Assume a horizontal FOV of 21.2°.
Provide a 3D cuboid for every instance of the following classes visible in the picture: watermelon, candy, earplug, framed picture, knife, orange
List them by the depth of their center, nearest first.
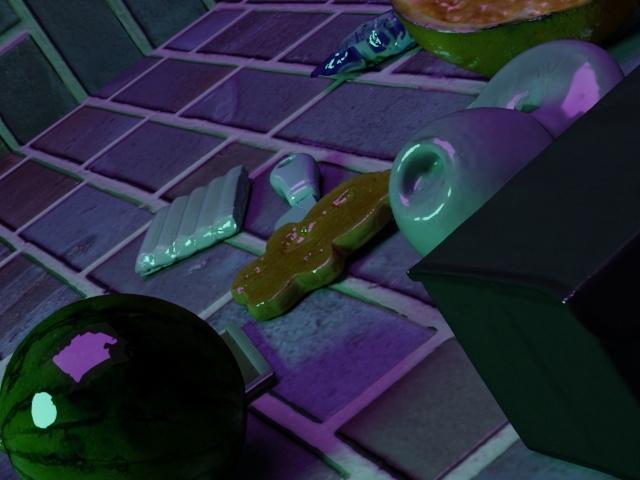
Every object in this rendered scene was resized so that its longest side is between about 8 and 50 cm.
[{"bbox_3d":[-0.191,0.168,1.656,0.242,0.242,0.242,-29,19,11],"label":"watermelon"},{"bbox_3d":[0.195,-0.092,1.772,0.214,0.175,0.325,-11,28,44],"label":"earplug"},{"bbox_3d":[-0.182,0.199,1.913,0.273,0.016,0.216,-35,19,-4],"label":"framed picture"},{"bbox_3d":[0.248,-0.326,2.160,0.310,0.274,0.274,9,16,-10],"label":"orange"},{"bbox_3d":[-0.026,-0.037,2.221,0.080,0.044,0.331,-29,22,6],"label":"knife"},{"bbox_3d":[0.110,-0.327,2.661,0.275,0.070,0.145,-23,14,38],"label":"candy"}]

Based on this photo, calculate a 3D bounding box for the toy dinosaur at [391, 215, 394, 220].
[{"bbox_3d":[0.119,-0.046,2.022,0.083,0.021,0.062,-37,7,1],"label":"toy dinosaur"}]

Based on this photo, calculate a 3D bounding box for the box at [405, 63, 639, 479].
[{"bbox_3d":[0.289,0.007,1.328,0.345,0.204,0.251,-40,19,-18],"label":"box"}]

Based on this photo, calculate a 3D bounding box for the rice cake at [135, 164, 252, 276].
[{"bbox_3d":[-0.179,-0.029,2.438,0.189,0.037,0.198,-25,21,21],"label":"rice cake"}]

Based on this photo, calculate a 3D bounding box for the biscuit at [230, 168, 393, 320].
[{"bbox_3d":[0.002,0.002,2.051,0.249,0.035,0.184,-43,23,-8],"label":"biscuit"}]
